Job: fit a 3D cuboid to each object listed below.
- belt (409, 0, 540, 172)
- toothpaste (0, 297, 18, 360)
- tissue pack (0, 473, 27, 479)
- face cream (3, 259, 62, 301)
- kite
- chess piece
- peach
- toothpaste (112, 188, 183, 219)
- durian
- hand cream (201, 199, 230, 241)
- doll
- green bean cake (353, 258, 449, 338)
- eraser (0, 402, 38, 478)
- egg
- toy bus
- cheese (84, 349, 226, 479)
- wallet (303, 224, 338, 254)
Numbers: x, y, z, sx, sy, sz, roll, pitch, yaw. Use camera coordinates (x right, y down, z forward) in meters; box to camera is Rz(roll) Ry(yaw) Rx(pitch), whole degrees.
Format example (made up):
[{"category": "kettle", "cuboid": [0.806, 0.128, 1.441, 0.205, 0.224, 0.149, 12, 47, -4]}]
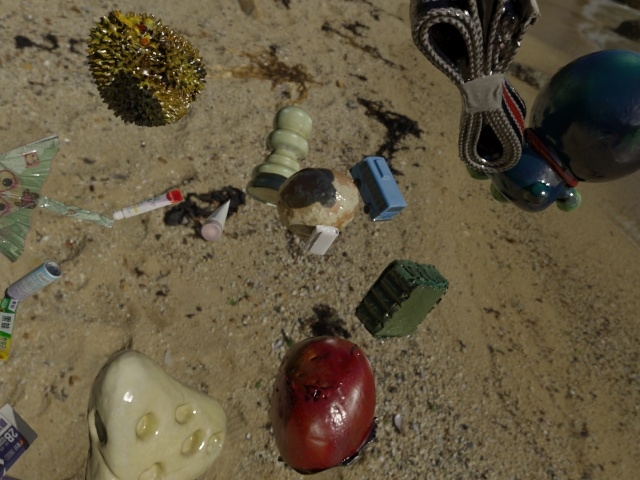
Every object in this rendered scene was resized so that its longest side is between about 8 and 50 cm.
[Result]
[{"category": "belt", "cuboid": [0.204, -0.206, 0.596, 0.126, 0.359, 0.094, -7, 65, 21]}, {"category": "toothpaste", "cuboid": [-0.743, 0.212, 1.101, 0.037, 0.178, 0.043, 15, 35, -26]}, {"category": "tissue pack", "cuboid": [-0.797, 0.698, 1.226, 0.344, 0.242, 0.125, 46, 44, -34]}, {"category": "face cream", "cuboid": [-1.037, 0.155, 1.671, 0.229, 0.075, 0.075, -30, 43, 10]}, {"category": "kite", "cuboid": [-0.444, -0.062, 0.736, 0.250, 0.229, 0.012, 16, 17, -49]}, {"category": "chess piece", "cuboid": [-0.115, -0.285, 1.526, 0.182, 0.182, 0.330, 14, 75, -2]}, {"category": "peach", "cuboid": [-0.003, 0.521, 1.496, 0.339, 0.353, 0.417, -13, 58, 28]}, {"category": "toothpaste", "cuboid": [-0.484, -0.099, 1.314, 0.190, 0.031, 0.048, -21, 54, -14]}, {"category": "durian", "cuboid": [-0.410, -0.399, 1.092, 0.258, 0.258, 0.293, 23, 8, 10]}, {"category": "hand cream", "cuboid": [-0.447, -0.083, 1.990, 0.083, 0.133, 0.248, 46, 18, -21]}, {"category": "doll", "cuboid": [0.407, -0.162, 0.742, 0.198, 0.322, 0.186, 32, 27, -21]}, {"category": "green bean cake", "cuboid": [0.259, 0.182, 1.443, 0.255, 0.241, 0.132, 8, 31, -48]}, {"category": "eraser", "cuboid": [-0.764, 0.481, 1.094, 0.068, 0.210, 0.124, -39, 99, -5]}, {"category": "egg", "cuboid": [-0.005, -0.103, 1.256, 0.233, 0.195, 0.195, -18, 49, -23]}, {"category": "toy bus", "cuboid": [0.212, -0.197, 1.735, 0.116, 0.133, 0.234, -7, 67, -39]}, {"category": "cheese", "cuboid": [-0.316, 0.366, 0.971, 0.129, 0.351, 0.328, 15, 12, 34]}, {"category": "wallet", "cuboid": [0.000, 0.000, 1.192, 0.061, 0.122, 0.025, 14, 60, -12]}]
